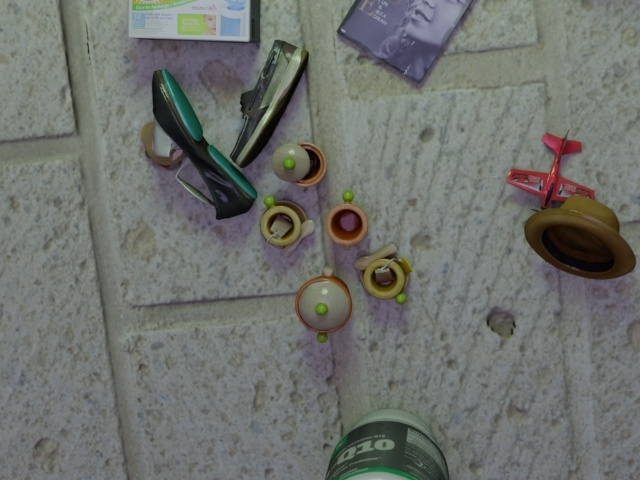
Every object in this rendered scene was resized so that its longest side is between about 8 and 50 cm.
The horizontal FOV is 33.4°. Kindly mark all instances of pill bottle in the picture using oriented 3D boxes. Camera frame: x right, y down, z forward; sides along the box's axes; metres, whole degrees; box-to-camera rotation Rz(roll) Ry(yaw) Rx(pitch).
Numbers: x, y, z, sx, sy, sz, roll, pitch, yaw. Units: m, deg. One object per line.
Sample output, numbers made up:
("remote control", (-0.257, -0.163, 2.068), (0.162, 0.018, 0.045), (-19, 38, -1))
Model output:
("pill bottle", (0.105, 0.407, 1.713), (0.204, 0.361, 0.204), (1, 99, 6))

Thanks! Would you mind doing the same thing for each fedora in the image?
("fedora", (0.427, -0.013, 1.729), (0.194, 0.194, 0.079), (24, 64, 2))

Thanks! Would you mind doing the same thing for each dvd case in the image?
("dvd case", (0.153, -0.394, 1.752), (0.165, 0.018, 0.221), (33, 101, 1))

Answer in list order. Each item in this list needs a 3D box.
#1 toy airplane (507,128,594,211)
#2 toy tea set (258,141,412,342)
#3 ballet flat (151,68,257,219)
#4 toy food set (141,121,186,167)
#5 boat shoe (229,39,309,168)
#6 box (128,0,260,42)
("toy airplane", (0.385, -0.113, 1.765), (0.151, 0.028, 0.151), (0, 100, 0))
("toy tea set", (0.000, 0.000, 1.779), (0.200, 0.124, 0.336), (-32, 94, 11))
("ballet flat", (-0.219, -0.149, 1.781), (0.096, 0.095, 0.280), (-33, 102, 10))
("toy food set", (-0.265, -0.168, 1.835), (0.083, 0.020, 0.082), (-15, 97, 8))
("boat shoe", (-0.098, -0.230, 1.781), (0.073, 0.080, 0.223), (30, 96, 7))
("box", (-0.206, -0.384, 1.751), (0.203, 0.103, 0.114), (2, 100, 6))
